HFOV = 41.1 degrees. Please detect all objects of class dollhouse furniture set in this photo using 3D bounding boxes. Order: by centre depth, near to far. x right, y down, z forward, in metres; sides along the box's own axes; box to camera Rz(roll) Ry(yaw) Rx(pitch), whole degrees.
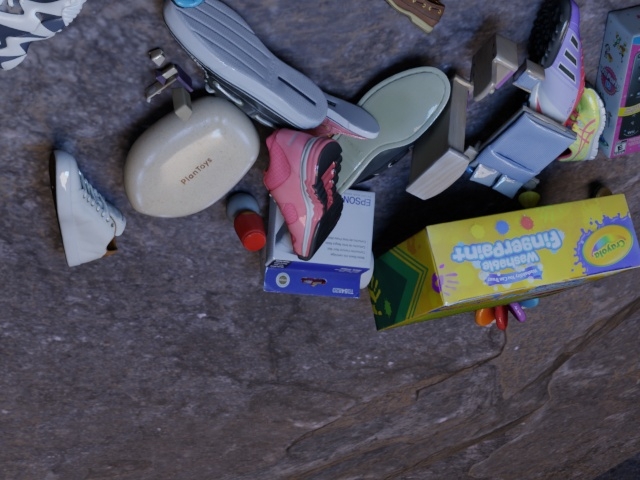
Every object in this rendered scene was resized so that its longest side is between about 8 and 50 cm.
[{"bbox_3d":[-0.269,-0.242,1.429,0.081,0.114,0.091,-30,139,16],"label":"dollhouse furniture set"},{"bbox_3d":[0.355,-0.164,1.577,0.304,0.198,0.286,24,142,-18],"label":"dollhouse furniture set"}]

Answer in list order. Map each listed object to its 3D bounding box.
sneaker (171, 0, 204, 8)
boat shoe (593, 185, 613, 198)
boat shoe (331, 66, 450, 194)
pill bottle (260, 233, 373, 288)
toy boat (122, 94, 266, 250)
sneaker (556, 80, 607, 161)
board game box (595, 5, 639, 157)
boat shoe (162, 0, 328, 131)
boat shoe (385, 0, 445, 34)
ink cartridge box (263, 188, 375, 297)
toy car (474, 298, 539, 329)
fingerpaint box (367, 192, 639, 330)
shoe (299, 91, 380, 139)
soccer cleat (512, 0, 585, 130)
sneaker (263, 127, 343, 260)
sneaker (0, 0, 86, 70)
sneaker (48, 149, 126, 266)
[{"bbox_3d":[-0.245,-0.476,1.179,0.125,0.139,0.341,-27,135,11],"label":"sneaker"},{"bbox_3d":[0.648,-0.076,1.979,0.056,0.049,0.152,-43,139,-9],"label":"boat shoe"},{"bbox_3d":[0.116,-0.201,1.620,0.340,0.127,0.113,-46,171,23],"label":"boat shoe"},{"bbox_3d":[-0.006,0.045,1.809,0.221,0.121,0.121,7,131,-26],"label":"pill bottle"},{"bbox_3d":[-0.208,-0.113,1.579,0.268,0.148,0.318,-34,128,7],"label":"toy boat"},{"bbox_3d":[0.524,-0.234,1.754,0.094,0.081,0.208,-14,137,-2],"label":"sneaker"},{"bbox_3d":[0.675,-0.327,1.704,0.224,0.097,0.303,-15,136,-6],"label":"board game box"},{"bbox_3d":[-0.141,-0.277,1.429,0.335,0.121,0.119,37,139,-28],"label":"boat shoe"},{"bbox_3d":[0.145,-0.416,1.445,0.178,0.064,0.060,23,118,-44],"label":"boat shoe"},{"bbox_3d":[0.000,0.000,1.719,0.224,0.045,0.223,5,87,-25],"label":"ink cartridge box"},{"bbox_3d":[0.446,0.146,2.067,0.182,0.136,0.159,-27,136,7],"label":"toy car"},{"bbox_3d":[0.362,0.049,1.779,0.445,0.163,0.371,-10,170,-18],"label":"fingerpaint box"},{"bbox_3d":[0.017,-0.215,1.562,0.178,0.063,0.081,26,132,0],"label":"shoe"},{"bbox_3d":[0.450,-0.321,1.608,0.117,0.108,0.318,0,139,-2],"label":"soccer cleat"},{"bbox_3d":[-0.039,-0.091,1.567,0.116,0.136,0.313,-52,159,-34],"label":"sneaker"},{"bbox_3d":[-0.454,-0.364,1.247,0.235,0.094,0.153,-29,146,24],"label":"sneaker"},{"bbox_3d":[-0.425,-0.067,1.565,0.123,0.105,0.290,-11,147,-15],"label":"sneaker"}]
